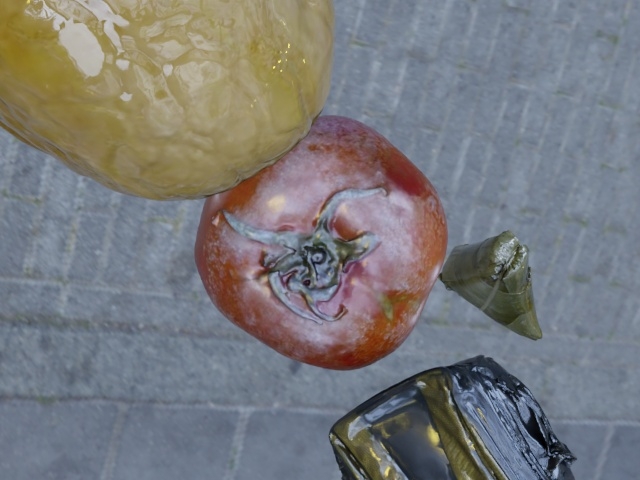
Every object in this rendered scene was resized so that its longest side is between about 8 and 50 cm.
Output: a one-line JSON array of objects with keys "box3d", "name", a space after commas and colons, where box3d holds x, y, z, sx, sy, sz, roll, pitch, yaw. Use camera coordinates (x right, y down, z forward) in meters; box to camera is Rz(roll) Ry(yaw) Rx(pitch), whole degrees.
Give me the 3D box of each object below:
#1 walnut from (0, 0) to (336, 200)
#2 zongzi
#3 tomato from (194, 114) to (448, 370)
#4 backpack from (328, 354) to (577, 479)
[{"box3d": [-0.089, -0.120, 0.498, 0.193, 0.193, 0.226, -46, 144, -9], "name": "walnut"}, {"box3d": [0.252, 0.067, 1.459, 0.176, 0.160, 0.078, 41, 74, -7], "name": "zongzi"}, {"box3d": [0.002, -0.004, 1.043, 0.232, 0.188, 0.232, 0, 97, -1], "name": "tomato"}, {"box3d": [0.139, 0.232, 0.996, 0.133, 0.206, 0.258, -17, 76, -59], "name": "backpack"}]
